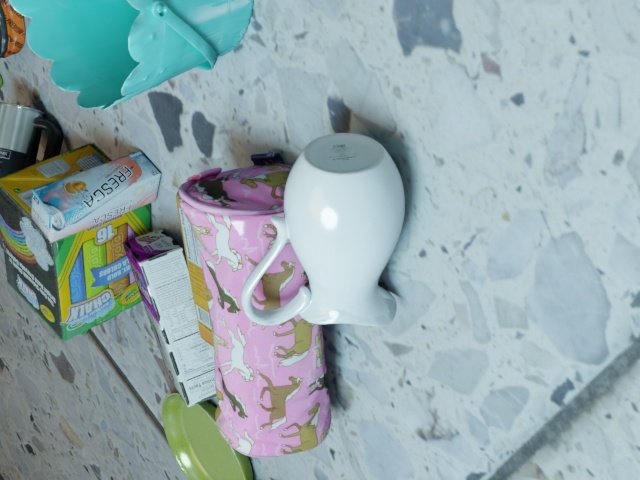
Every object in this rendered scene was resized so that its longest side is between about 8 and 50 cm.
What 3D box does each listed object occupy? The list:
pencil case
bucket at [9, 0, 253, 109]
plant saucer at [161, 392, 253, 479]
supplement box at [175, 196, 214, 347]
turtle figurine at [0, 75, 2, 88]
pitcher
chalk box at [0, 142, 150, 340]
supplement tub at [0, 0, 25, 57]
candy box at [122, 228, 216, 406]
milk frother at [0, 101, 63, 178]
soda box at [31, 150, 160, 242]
[{"bbox_3d":[-0.075,0.092,1.144,0.167,0.160,0.386,-98,2,-61],"label":"pencil case"},{"bbox_3d":[-0.219,-0.300,1.043,0.281,0.183,0.281,31,135,38],"label":"bucket"},{"bbox_3d":[-0.187,0.362,1.572,0.241,0.037,0.241,30,133,38],"label":"plant saucer"},{"bbox_3d":[-0.130,0.037,1.247,0.080,0.078,0.233,29,133,43],"label":"supplement box"},{"bbox_3d":[-0.677,-0.292,1.722,0.217,0.087,0.270,-5,100,45],"label":"turtle figurine"},{"bbox_3d":[0.000,0.000,0.970,0.125,0.177,0.207,-118,22,-51],"label":"pitcher"},{"bbox_3d":[-0.395,0.026,1.495,0.180,0.179,0.289,39,140,28],"label":"chalk box"},{"bbox_3d":[-0.662,-0.333,1.454,0.207,0.338,0.207,30,134,38],"label":"supplement tub"},{"bbox_3d":[-0.218,0.112,1.377,0.159,0.071,0.234,-151,44,-67],"label":"candy box"},{"bbox_3d":[-0.506,-0.154,1.595,0.143,0.129,0.135,158,123,-83],"label":"milk frother"},{"bbox_3d":[-0.324,-0.066,1.333,0.058,0.183,0.063,46,141,22],"label":"soda box"}]
